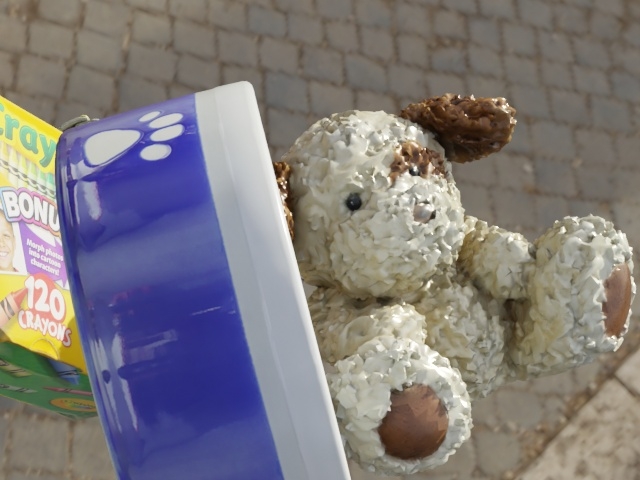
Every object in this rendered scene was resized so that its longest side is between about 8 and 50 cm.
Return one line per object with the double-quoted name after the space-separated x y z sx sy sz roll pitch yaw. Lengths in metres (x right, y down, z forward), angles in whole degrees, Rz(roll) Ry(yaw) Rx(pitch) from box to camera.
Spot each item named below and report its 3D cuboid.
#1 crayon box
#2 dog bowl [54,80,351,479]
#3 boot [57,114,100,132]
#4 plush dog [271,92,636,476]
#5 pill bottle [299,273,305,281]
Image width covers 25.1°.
-0.209 0.006 0.934 0.278 0.081 0.165 32 49 -56 "crayon box"
-0.055 0.055 0.764 0.104 0.265 0.264 -14 60 -1 "dog bowl"
-0.192 -0.087 1.433 0.213 0.165 0.077 -40 73 -7 "boot"
0.055 0.015 1.003 0.262 0.211 0.225 -28 98 -26 "plush dog"
0.000 0.000 1.493 0.169 0.094 0.094 23 49 -28 "pill bottle"
